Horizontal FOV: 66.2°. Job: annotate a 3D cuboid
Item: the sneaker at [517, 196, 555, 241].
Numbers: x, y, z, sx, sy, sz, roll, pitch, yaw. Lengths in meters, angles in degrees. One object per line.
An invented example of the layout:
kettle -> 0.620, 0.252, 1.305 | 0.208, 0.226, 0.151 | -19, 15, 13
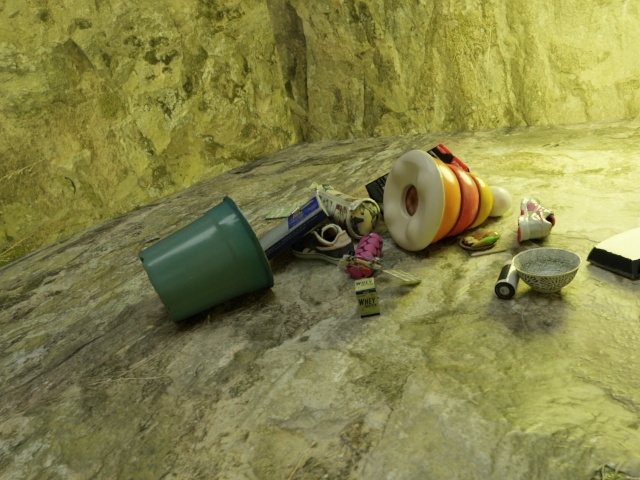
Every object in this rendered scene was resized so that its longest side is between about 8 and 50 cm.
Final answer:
sneaker -> 0.729, -0.069, 1.651 | 0.111, 0.103, 0.252 | 3, 31, 25

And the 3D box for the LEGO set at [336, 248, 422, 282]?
LEGO set -> 0.166, 0.089, 1.472 | 0.244, 0.060, 0.182 | 24, 8, 24

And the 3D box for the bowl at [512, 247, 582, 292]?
bowl -> 0.606, 0.089, 1.316 | 0.170, 0.080, 0.170 | -11, 20, 4

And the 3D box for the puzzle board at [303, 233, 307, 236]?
puzzle board -> -0.080, -0.003, 2.042 | 0.128, 0.011, 0.096 | -6, 22, 17

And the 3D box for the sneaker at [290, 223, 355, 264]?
sneaker -> 0.000, 0.000, 1.831 | 0.321, 0.127, 0.126 | 8, 30, 45

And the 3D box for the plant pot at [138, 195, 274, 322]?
plant pot -> -0.378, 0.080, 1.595 | 0.334, 0.341, 0.341 | -28, 25, -16

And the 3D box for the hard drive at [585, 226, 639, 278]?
hard drive -> 0.896, 0.023, 1.362 | 0.255, 0.054, 0.172 | -18, 21, -14

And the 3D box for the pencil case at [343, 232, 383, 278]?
pencil case -> 0.149, 0.049, 1.674 | 0.098, 0.095, 0.209 | -28, 10, 28

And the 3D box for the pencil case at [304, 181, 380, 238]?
pencil case -> 0.087, -0.128, 2.029 | 0.160, 0.183, 0.410 | -53, 30, -4

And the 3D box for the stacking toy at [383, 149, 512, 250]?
stacking toy -> 0.500, -0.138, 1.773 | 0.480, 0.350, 0.350 | 0, 16, -21

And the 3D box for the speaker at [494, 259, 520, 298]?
speaker -> 0.521, 0.107, 1.357 | 0.055, 0.055, 0.136 | 1, 24, 31

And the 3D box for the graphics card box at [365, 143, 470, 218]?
graphics card box -> 0.389, -0.226, 1.987 | 0.371, 0.094, 0.232 | -28, 40, 2

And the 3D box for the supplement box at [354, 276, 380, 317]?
supplement box -> 0.132, 0.160, 1.393 | 0.056, 0.083, 0.083 | -11, 20, 5

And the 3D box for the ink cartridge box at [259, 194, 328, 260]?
ink cartridge box -> -0.107, -0.037, 1.868 | 0.304, 0.072, 0.307 | -36, 16, 7

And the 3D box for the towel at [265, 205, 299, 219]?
towel -> -0.188, -0.139, 2.439 | 0.152, 0.023, 0.113 | -5, 21, 18

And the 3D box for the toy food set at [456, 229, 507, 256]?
toy food set -> 0.537, -0.007, 1.663 | 0.133, 0.038, 0.192 | -12, 20, 1
